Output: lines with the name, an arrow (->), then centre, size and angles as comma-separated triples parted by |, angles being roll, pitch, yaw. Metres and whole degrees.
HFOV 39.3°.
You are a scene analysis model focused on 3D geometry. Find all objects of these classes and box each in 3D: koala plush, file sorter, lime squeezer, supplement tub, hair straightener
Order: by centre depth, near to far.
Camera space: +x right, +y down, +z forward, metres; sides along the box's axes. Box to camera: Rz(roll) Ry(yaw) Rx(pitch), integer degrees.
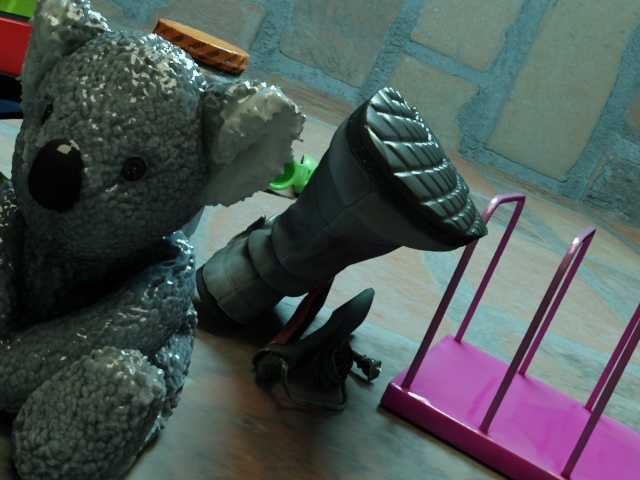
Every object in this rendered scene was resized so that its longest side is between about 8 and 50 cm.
koala plush -> -0.125, -0.018, 0.498 | 0.196, 0.221, 0.203 | 25, 14, 11
hair straightener -> 0.013, 0.079, 0.718 | 0.089, 0.047, 0.230 | 25, 14, 9
file sorter -> 0.238, 0.100, 0.720 | 0.290, 0.182, 0.202 | 27, 14, 17
supplement tub -> -0.144, -0.106, 0.861 | 0.117, 0.191, 0.117 | 21, 14, -5
lime squeezer -> -0.064, -0.108, 1.256 | 0.110, 0.059, 0.310 | 35, 14, 20

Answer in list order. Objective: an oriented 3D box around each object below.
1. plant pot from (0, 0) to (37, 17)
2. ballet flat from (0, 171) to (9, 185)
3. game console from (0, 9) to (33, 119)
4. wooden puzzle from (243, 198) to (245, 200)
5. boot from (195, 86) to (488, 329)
plant pot -> -0.570, -0.434, 1.178 | 0.352, 0.367, 0.366 | 14, 12, 13
ballet flat -> -0.308, -0.052, 0.558 | 0.123, 0.123, 0.348 | 33, 17, 35
game console -> -0.377, -0.137, 0.652 | 0.386, 0.060, 0.342 | 6, 3, 45
wooden puzzle -> -0.144, -0.085, 1.149 | 0.116, 0.014, 0.078 | 22, 14, -2
boot -> 0.000, 0.000, 0.669 | 0.118, 0.222, 0.338 | 58, 11, 3
